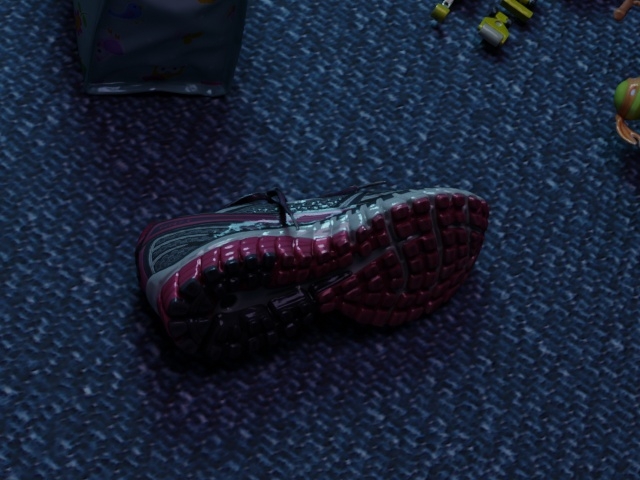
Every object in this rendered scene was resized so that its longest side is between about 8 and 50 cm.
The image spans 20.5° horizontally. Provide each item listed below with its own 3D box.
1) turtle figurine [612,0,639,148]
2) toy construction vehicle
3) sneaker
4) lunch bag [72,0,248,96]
[{"bbox_3d":[0.346,-0.095,1.577,0.217,0.087,0.269,17,42,-11],"label":"turtle figurine"},{"bbox_3d":[0.155,-0.223,1.664,0.086,0.035,0.098,32,54,-3],"label":"toy construction vehicle"},{"bbox_3d":[0.000,0.000,1.400,0.299,0.120,0.112,-9,35,-26],"label":"sneaker"},{"bbox_3d":[-0.128,-0.284,1.487,0.160,0.262,0.223,0,53,-14],"label":"lunch bag"}]
